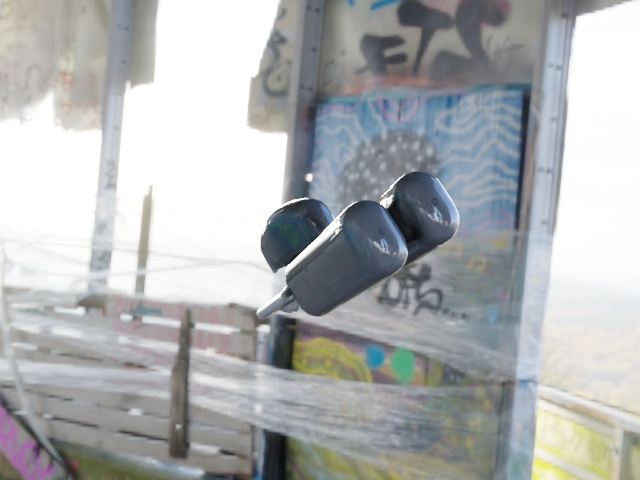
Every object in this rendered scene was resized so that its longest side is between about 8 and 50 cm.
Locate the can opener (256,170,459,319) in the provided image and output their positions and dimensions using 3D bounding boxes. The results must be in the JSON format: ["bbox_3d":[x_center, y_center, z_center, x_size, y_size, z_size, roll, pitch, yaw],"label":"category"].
[{"bbox_3d":[0.000,0.000,0.596,0.076,0.095,0.283,-29,-5,-20],"label":"can opener"}]
